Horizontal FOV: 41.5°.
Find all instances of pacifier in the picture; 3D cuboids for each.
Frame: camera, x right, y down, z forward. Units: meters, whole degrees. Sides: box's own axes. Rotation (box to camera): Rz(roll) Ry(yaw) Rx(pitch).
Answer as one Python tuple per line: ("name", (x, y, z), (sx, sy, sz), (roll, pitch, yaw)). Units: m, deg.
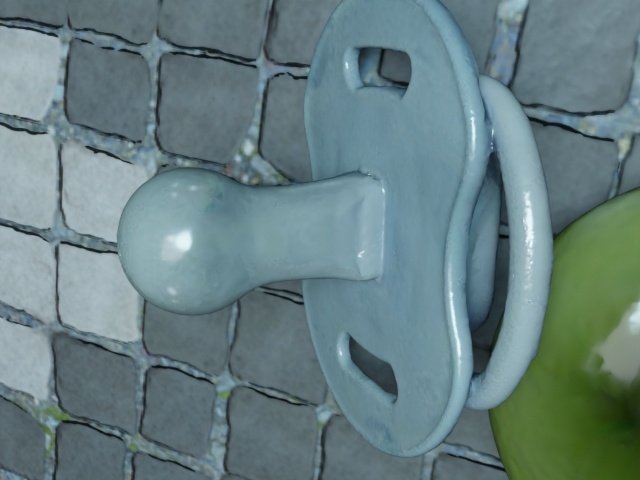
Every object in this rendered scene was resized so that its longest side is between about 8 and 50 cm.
("pacifier", (0.000, 0.000, 0.483), (0.226, 0.238, 0.287), (-7, 110, -21))

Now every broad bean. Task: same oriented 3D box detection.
("broad bean", (0.218, 0.108, 0.485), (0.238, 0.119, 0.290), (-8, 100, 24))
